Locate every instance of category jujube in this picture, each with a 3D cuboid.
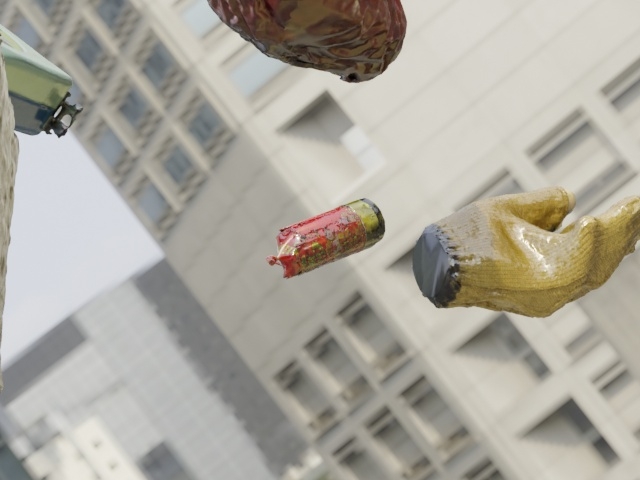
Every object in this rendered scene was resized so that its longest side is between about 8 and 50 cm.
[{"bbox_3d":[-0.009,-0.304,2.140,0.216,0.216,0.342,-39,-30,8],"label":"jujube"}]

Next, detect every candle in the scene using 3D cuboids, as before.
[{"bbox_3d":[0.000,0.000,1.669,0.130,0.052,0.052,-21,-16,-37],"label":"candle"}]

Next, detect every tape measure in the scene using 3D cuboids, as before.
[{"bbox_3d":[-0.425,-0.216,1.884,0.098,0.215,0.351,-55,-23,4],"label":"tape measure"}]

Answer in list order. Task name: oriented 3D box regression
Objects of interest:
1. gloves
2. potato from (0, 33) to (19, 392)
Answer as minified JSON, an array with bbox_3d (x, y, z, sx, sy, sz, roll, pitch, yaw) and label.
[{"bbox_3d":[0.303,0.016,2.446,0.356,0.155,0.203,-15,31,-13],"label":"gloves"},{"bbox_3d":[-0.342,-0.026,1.357,0.189,0.264,0.211,0,-25,-4],"label":"potato"}]
